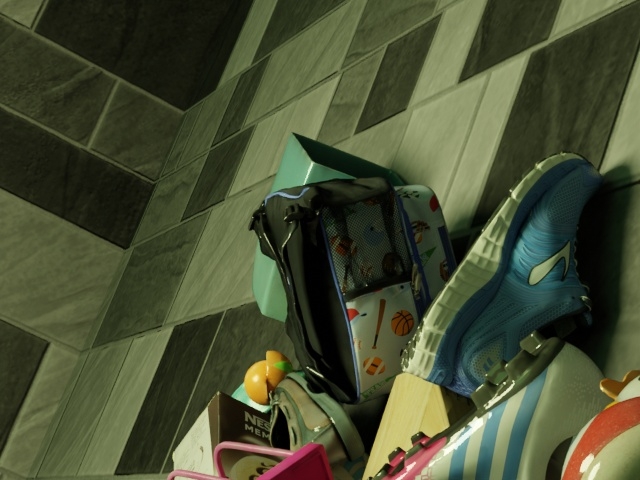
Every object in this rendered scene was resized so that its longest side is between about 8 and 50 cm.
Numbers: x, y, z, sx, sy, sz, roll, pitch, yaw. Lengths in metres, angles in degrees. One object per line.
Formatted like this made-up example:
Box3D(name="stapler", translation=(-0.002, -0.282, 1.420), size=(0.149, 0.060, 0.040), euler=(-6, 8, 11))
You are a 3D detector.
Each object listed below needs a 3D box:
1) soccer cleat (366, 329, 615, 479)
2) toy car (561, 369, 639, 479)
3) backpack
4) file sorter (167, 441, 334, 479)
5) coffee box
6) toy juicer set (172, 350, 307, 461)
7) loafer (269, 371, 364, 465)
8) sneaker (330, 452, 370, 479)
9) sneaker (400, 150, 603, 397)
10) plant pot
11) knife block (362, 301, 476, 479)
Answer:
Box3D(name="soccer cleat", translation=(0.146, 0.227, 1.362), size=(0.331, 0.143, 0.116), euler=(-45, -4, 30))
Box3D(name="toy car", translation=(0.256, 0.155, 1.078), size=(0.238, 0.210, 0.219), euler=(-112, 41, -67))
Box3D(name="backpack", translation=(0.046, 0.057, 1.726), size=(0.276, 0.213, 0.263), euler=(-173, 75, -78))
Box3D(name="file sorter", translation=(-0.127, 0.350, 1.455), size=(0.182, 0.202, 0.291), euler=(-1, 21, 47))
Box3D(name="coffee box", translation=(-0.084, 0.342, 1.784), size=(0.119, 0.168, 0.297), euler=(-54, 21, 23))
Box3D(name="toy juicer set", translation=(-0.091, 0.242, 2.005), size=(0.209, 0.089, 0.329), euler=(-37, -9, -49))
Box3D(name="loafer", translation=(-0.029, 0.219, 1.732), size=(0.084, 0.096, 0.267), euler=(-29, 9, -13))
Box3D(name="sneaker", translation=(0.009, 0.294, 1.721), size=(0.087, 0.092, 0.228), euler=(-60, 18, 13))
Box3D(name="sneaker", translation=(0.214, 0.045, 1.494), size=(0.330, 0.147, 0.130), euler=(-53, -6, -32))
Box3D(name="plant pot", translation=(0.000, 0.000, 2.048), size=(0.234, 0.166, 0.165), euler=(-65, 18, 12))
Box3D(name="knife block", translation=(0.119, 0.196, 1.575), size=(0.275, 0.088, 0.242), euler=(-55, 19, 22))
